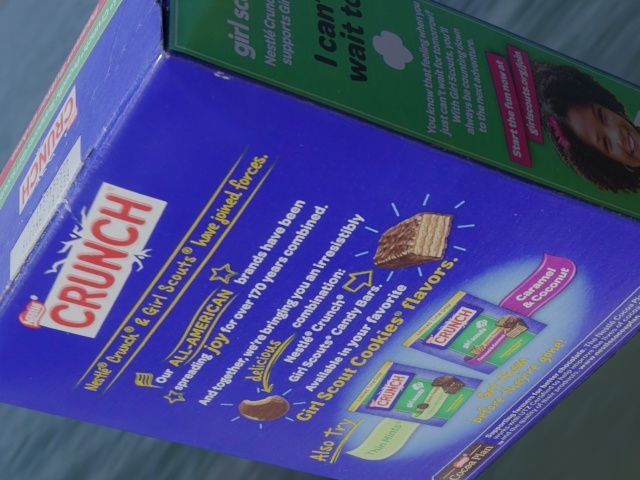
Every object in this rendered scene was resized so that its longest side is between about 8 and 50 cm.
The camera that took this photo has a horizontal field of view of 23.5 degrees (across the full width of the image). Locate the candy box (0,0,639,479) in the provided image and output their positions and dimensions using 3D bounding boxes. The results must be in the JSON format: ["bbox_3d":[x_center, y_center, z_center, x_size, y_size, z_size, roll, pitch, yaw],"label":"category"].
[{"bbox_3d":[0.000,0.000,0.818,0.268,0.317,0.122,-50,34,39],"label":"candy box"}]
